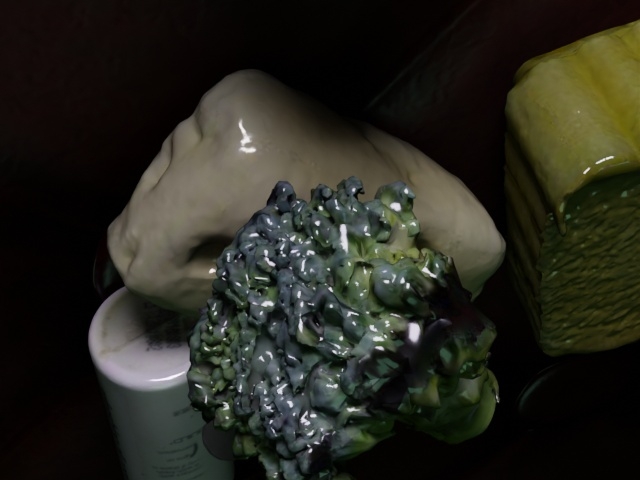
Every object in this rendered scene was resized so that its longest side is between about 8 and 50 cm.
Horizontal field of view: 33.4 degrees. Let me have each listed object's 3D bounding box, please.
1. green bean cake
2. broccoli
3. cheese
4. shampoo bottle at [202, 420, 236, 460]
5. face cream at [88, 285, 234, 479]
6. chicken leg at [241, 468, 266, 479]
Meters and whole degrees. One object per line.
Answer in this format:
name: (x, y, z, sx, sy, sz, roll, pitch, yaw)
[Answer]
green bean cake: (0.235, -0.044, 0.714, 0.232, 0.124, 0.236, -17, 143, -3)
broccoli: (0.044, 0.075, 0.636, 0.165, 0.145, 0.304, -44, 150, 6)
cheese: (0.001, 0.002, 0.685, 0.263, 0.093, 0.159, 18, 130, -42)
shampoo bottle: (-0.034, 0.103, 0.761, 0.080, 0.040, 0.165, -50, 175, 29)
face cream: (-0.112, 0.154, 0.823, 0.092, 0.092, 0.311, -13, 144, -11)
chicken leg: (-0.036, 0.269, 1.013, 0.103, 0.088, 0.227, -60, 152, -1)
